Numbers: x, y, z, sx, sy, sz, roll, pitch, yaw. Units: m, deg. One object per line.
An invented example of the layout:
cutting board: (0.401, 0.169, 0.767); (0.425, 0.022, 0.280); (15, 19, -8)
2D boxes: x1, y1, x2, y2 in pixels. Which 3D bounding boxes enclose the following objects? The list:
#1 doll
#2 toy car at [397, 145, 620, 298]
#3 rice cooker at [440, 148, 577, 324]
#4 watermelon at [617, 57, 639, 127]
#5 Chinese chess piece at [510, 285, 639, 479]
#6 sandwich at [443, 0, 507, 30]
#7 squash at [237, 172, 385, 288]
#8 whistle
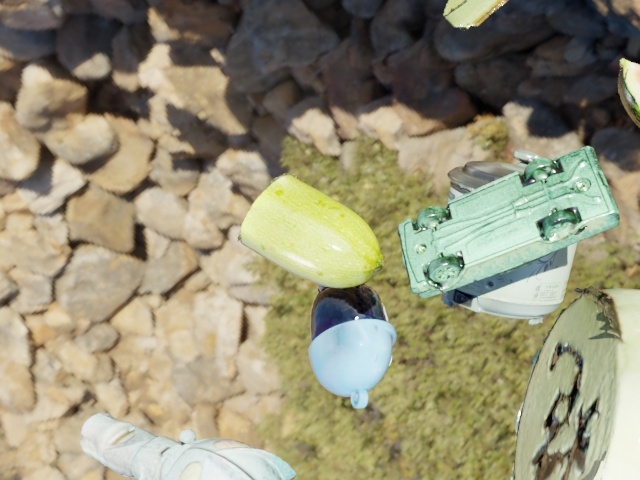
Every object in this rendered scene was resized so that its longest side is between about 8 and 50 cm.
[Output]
doll: (0.051, 0.137, 1.707); (0.141, 0.314, 0.177); (10, 147, -24)
toy car: (0.275, -0.017, 1.484); (0.320, 0.141, 0.097); (-23, 140, 17)
rice cooker: (0.340, -0.017, 1.806); (0.264, 0.316, 0.317); (24, 139, 40)
watermelon: (0.586, -0.213, 1.623); (0.245, 0.119, 0.063); (21, 176, -3)
Chinese chess piece: (0.346, 0.229, 1.194); (0.146, 0.349, 0.349); (14, 141, -3)
sandwich: (0.289, -0.452, 1.598); (0.245, 0.212, 0.063); (-38, 116, 16)
squash: (0.000, 0.000, 1.317); (0.186, 0.123, 0.123); (29, 141, 19)
whistle: (-0.158, 0.282, 1.173); (0.346, 0.142, 0.134); (12, 148, 40)
